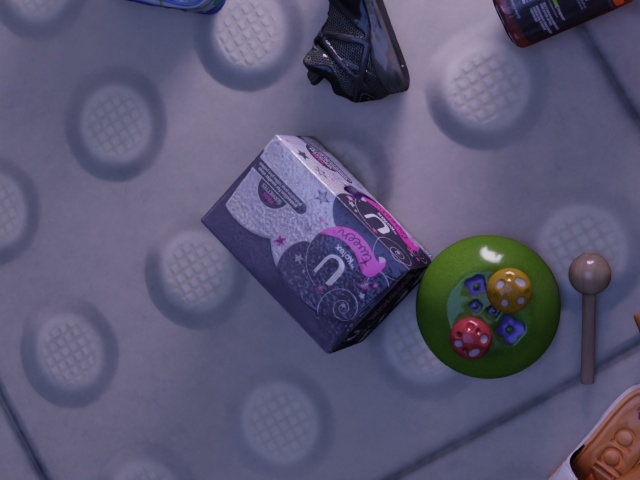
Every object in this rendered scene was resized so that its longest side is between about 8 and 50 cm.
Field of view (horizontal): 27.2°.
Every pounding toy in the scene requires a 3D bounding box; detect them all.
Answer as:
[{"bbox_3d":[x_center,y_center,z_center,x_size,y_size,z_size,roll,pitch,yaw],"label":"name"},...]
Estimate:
[{"bbox_3d":[0.235,0.090,1.622,0.237,0.110,0.183,6,95,4],"label":"pounding toy"}]

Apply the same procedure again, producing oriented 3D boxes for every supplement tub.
[{"bbox_3d":[0.310,-0.316,1.597,0.198,0.106,0.106,-21,86,19],"label":"supplement tub"}]

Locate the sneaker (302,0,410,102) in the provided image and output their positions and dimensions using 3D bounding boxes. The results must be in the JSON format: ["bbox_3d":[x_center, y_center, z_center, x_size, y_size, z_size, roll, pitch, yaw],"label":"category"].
[{"bbox_3d":[0.022,-0.284,1.712,0.130,0.087,0.227,-17,93,14],"label":"sneaker"}]

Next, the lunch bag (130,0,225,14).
[{"bbox_3d":[-0.218,-0.403,1.790,0.219,0.090,0.176,16,98,18],"label":"lunch bag"}]

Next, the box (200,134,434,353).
[{"bbox_3d":[0.000,0.000,1.711,0.247,0.142,0.163,46,107,11],"label":"box"}]

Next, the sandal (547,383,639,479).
[{"bbox_3d":[0.343,0.293,1.641,0.102,0.076,0.265,32,104,15],"label":"sandal"}]

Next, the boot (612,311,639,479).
[{"bbox_3d":[0.425,0.186,1.573,0.283,0.109,0.220,-28,79,9],"label":"boot"}]
